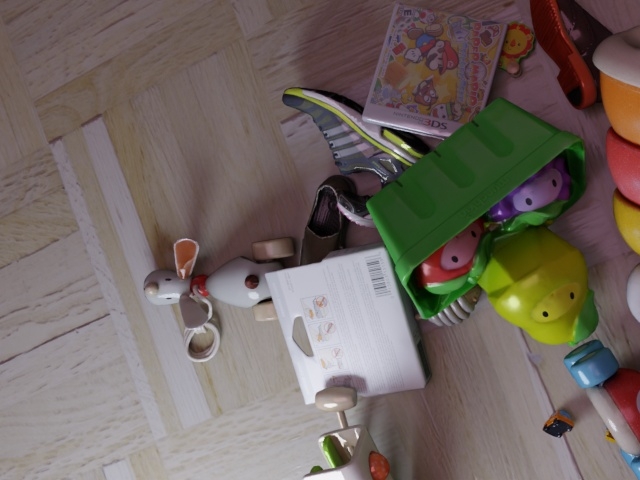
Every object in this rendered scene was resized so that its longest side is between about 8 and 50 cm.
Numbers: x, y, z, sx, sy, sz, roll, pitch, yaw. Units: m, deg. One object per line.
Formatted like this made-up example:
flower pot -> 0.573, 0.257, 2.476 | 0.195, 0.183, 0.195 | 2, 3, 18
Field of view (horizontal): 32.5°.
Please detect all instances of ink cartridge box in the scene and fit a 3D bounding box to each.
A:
ink cartridge box -> 0.052, 0.154, 2.007 | 0.239, 0.060, 0.275 | -12, 103, 22

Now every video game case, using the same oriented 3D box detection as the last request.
video game case -> 0.201, -0.295, 1.932 | 0.206, 0.026, 0.226 | 14, 81, 14

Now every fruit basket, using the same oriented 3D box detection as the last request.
fruit basket -> 0.309, 0.009, 1.807 | 0.392, 0.283, 0.391 | -5, 68, 13

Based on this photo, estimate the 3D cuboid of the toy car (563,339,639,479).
toy car -> 0.556, 0.231, 1.777 | 0.238, 0.210, 0.219 | -33, 87, 7

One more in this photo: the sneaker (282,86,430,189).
sneaker -> 0.046, -0.189, 2.019 | 0.300, 0.111, 0.121 | 32, 105, 20

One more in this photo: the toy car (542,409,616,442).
toy car -> 0.451, 0.325, 1.907 | 0.122, 0.060, 0.040 | 16, 52, 5

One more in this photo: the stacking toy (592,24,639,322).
stacking toy -> 0.578, -0.081, 1.748 | 0.351, 0.350, 0.479 | 14, 115, 21

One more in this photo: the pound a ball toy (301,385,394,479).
pound a ball toy -> 0.091, 0.432, 1.963 | 0.136, 0.208, 0.319 | -17, 111, 23

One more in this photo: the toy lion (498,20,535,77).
toy lion -> 0.327, -0.341, 1.944 | 0.100, 0.034, 0.096 | 11, 88, 22

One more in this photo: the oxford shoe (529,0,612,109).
oxford shoe -> 0.436, -0.355, 1.882 | 0.098, 0.097, 0.271 | -16, 77, -11

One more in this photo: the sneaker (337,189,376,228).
sneaker -> 0.119, -0.060, 1.985 | 0.178, 0.072, 0.077 | 21, 112, -11

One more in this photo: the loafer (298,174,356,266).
loafer -> 0.000, 0.000, 2.047 | 0.094, 0.087, 0.251 | 10, 94, 22

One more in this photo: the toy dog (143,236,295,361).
toy dog -> -0.199, 0.090, 2.089 | 0.334, 0.161, 0.220 | -28, 80, 20

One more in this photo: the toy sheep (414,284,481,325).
toy sheep -> 0.227, 0.112, 1.957 | 0.132, 0.091, 0.091 | -33, 79, 19
